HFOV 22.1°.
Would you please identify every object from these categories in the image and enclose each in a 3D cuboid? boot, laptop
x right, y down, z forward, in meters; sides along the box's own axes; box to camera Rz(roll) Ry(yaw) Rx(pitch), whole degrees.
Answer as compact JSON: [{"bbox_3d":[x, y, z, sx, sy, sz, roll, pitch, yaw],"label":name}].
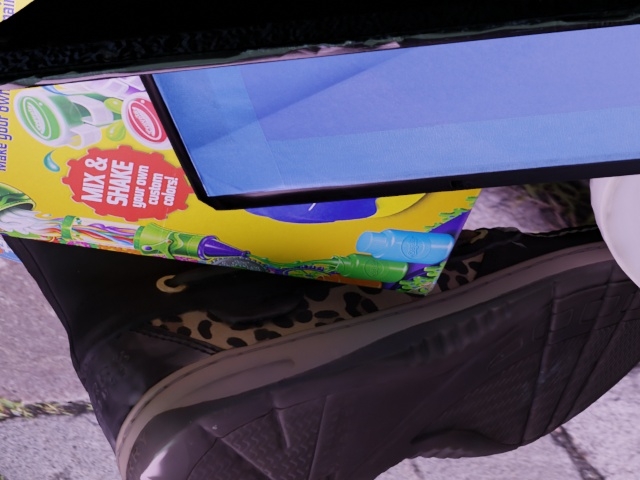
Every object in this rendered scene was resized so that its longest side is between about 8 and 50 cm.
[{"bbox_3d":[0.000,0.000,0.930,0.284,0.377,0.138,47,140,36],"label":"boot"},{"bbox_3d":[0.030,-0.040,0.570,0.234,0.264,0.137,-5,109,11],"label":"laptop"}]

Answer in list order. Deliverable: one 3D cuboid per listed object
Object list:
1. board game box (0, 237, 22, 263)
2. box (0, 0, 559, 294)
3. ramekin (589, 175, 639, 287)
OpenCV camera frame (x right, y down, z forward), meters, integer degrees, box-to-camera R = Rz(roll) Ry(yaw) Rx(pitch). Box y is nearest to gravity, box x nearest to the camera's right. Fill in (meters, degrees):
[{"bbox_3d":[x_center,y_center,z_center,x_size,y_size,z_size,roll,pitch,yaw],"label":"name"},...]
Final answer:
[{"bbox_3d":[-0.283,-0.051,1.199,0.281,0.027,0.145,16,144,15],"label":"board game box"},{"bbox_3d":[-0.048,-0.139,0.715,0.279,0.177,0.290,8,147,-7],"label":"box"},{"bbox_3d":[0.230,-0.037,0.800,0.207,0.109,0.207,17,146,12],"label":"ramekin"}]
